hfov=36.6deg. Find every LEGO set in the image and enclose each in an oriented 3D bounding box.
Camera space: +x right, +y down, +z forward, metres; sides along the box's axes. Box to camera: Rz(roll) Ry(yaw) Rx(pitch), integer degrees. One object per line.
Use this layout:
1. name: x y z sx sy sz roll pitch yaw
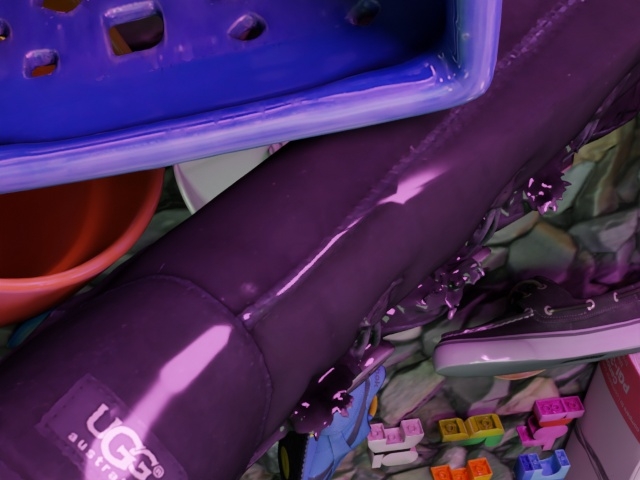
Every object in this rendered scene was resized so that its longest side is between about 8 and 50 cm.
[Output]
1. LEGO set: 0.157 0.230 0.968 0.227 0.087 0.093 -5 136 -12

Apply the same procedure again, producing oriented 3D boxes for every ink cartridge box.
1. ink cartridge box: 0.374 0.197 0.980 0.207 0.117 0.283 -7 136 -11

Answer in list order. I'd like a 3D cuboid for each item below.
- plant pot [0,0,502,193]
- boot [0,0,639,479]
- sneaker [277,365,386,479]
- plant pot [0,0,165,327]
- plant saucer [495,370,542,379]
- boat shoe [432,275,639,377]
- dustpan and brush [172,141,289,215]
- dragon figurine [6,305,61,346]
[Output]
1. plant pot: -0.069 -0.180 0.354 0.236 0.212 0.236 -10 141 1
2. boot: -0.022 0.022 0.546 0.146 0.445 0.367 47 154 -6
3. sneaker: 0.010 0.182 0.883 0.082 0.069 0.209 -5 136 -19
4. plant pot: -0.217 -0.030 0.509 0.205 0.205 0.188 20 141 -34
5. plant saucer: 0.189 0.097 0.890 0.083 0.015 0.083 -9 136 -9
6. boat shoe: 0.196 0.066 0.819 0.228 0.076 0.080 -6 164 -15
7. dustpan and brush: 0.000 0.000 0.693 0.147 0.060 0.211 -21 137 4
8. dragon figurine: -0.185 0.107 0.726 0.289 0.144 0.085 -18 143 29
